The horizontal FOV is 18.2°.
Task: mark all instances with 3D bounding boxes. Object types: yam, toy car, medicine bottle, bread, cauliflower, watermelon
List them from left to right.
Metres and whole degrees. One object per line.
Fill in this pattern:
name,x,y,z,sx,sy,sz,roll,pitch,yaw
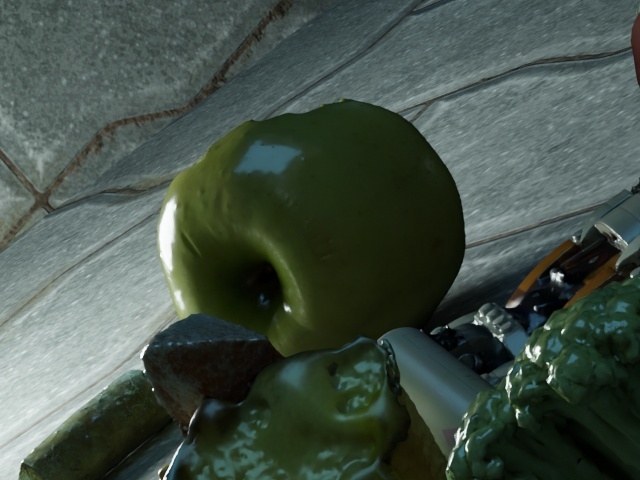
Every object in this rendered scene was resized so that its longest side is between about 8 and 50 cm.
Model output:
yam,-0.215,0.191,1.900,0.169,0.068,0.068,-38,16,-33
watermelon,-0.023,0.139,1.340,0.154,0.241,0.094,-9,36,53
bread,0.019,0.199,1.252,0.174,0.133,0.251,-30,57,12
medicine bottle,0.112,0.130,1.280,0.059,0.059,0.231,-34,38,-16
toy car,0.162,0.078,1.434,0.301,0.118,0.193,-31,16,-2
cauliflower,0.207,0.143,1.001,0.272,0.275,0.250,-5,39,-32

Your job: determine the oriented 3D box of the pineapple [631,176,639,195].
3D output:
pineapple,0.254,0.008,1.599,0.074,0.074,0.159,-12,31,51

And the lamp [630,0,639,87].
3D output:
lamp,0.384,-0.194,1.695,0.265,0.233,0.233,-30,12,29

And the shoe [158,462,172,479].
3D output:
shoe,-0.112,0.212,1.591,0.109,0.072,0.069,10,5,35

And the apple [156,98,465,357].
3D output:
apple,0.000,0.000,1.767,0.279,0.279,0.279,-28,14,8
